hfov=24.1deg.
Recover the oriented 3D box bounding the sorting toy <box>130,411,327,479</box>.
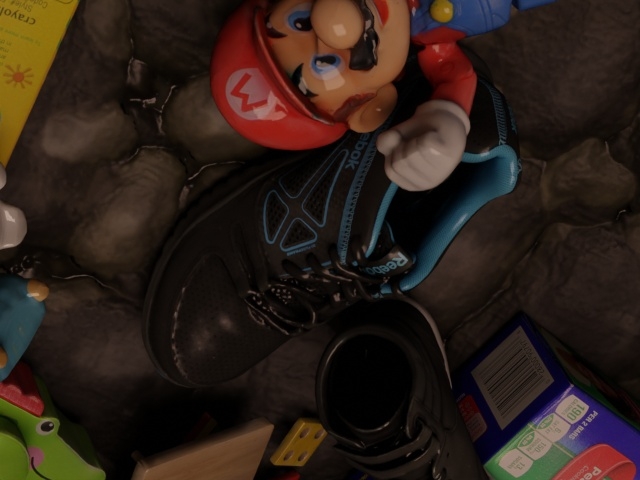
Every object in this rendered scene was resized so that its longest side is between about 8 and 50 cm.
[{"bbox_3d":[-0.110,0.196,1.209,0.274,0.046,0.132,-14,136,-43],"label":"sorting toy"}]

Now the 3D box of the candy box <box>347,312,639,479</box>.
[{"bbox_3d":[0.205,0.255,1.324,0.317,0.122,0.268,35,107,-31],"label":"candy box"}]

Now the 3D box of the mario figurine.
[{"bbox_3d":[0.072,-0.166,0.986,0.320,0.198,0.170,-31,137,0],"label":"mario figurine"}]

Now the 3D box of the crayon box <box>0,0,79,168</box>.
[{"bbox_3d":[-0.270,-0.156,0.958,0.202,0.081,0.318,19,114,-25],"label":"crayon box"}]

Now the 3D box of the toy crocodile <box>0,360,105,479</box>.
[{"bbox_3d":[-0.293,0.095,1.087,0.340,0.115,0.105,33,101,-30],"label":"toy crocodile"}]

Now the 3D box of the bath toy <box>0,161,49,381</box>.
[{"bbox_3d":[-0.287,-0.055,0.897,0.129,0.151,0.348,2,126,23],"label":"bath toy"}]

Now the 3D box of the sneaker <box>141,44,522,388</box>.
[{"bbox_3d":[0.000,0.000,1.096,0.341,0.139,0.125,-44,125,15],"label":"sneaker"}]

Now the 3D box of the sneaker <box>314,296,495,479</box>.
[{"bbox_3d":[0.072,0.185,1.137,0.104,0.147,0.296,-22,82,18],"label":"sneaker"}]
